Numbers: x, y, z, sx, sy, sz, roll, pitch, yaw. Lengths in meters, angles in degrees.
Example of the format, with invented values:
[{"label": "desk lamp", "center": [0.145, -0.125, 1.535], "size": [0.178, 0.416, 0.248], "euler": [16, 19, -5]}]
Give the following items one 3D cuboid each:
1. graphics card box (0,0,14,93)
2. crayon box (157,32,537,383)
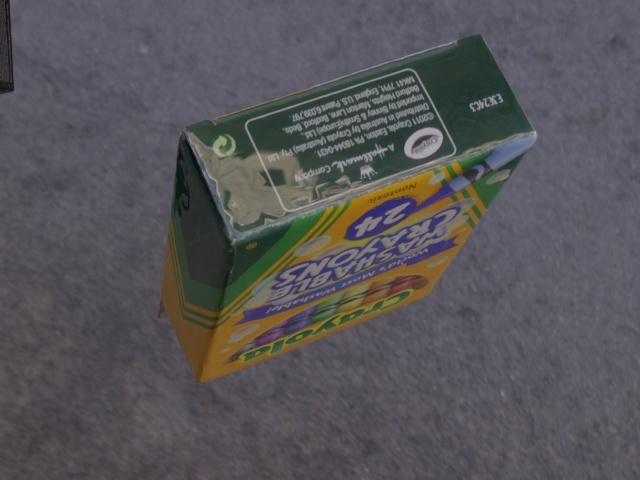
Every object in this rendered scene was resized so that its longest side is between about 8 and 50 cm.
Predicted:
[{"label": "graphics card box", "center": [-0.579, -0.326, 1.627], "size": [0.094, 0.371, 0.233], "euler": [-7, 86, 33]}, {"label": "crayon box", "center": [0.000, 0.000, 0.848], "size": [0.203, 0.323, 0.083], "euler": [-20, 72, -18]}]
